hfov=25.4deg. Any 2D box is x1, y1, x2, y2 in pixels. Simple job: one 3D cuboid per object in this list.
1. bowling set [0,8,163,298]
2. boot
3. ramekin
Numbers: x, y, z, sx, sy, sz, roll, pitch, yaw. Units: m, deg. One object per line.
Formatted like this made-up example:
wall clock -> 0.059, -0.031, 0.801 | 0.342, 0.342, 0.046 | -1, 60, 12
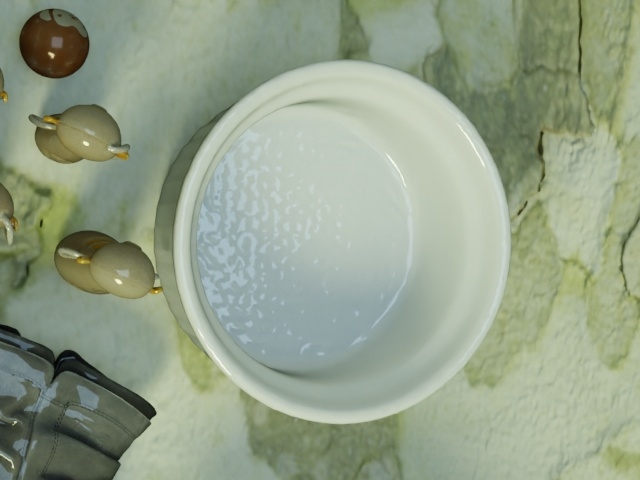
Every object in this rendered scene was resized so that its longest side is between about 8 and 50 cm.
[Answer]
bowling set -> -0.230, -0.088, 1.031 | 0.287, 0.154, 0.200 | 20, 85, -22
boot -> -0.182, 0.217, 1.089 | 0.338, 0.118, 0.222 | 38, 72, -24
ramekin -> 0.000, 0.000, 1.136 | 0.277, 0.135, 0.277 | -1, 91, -21
